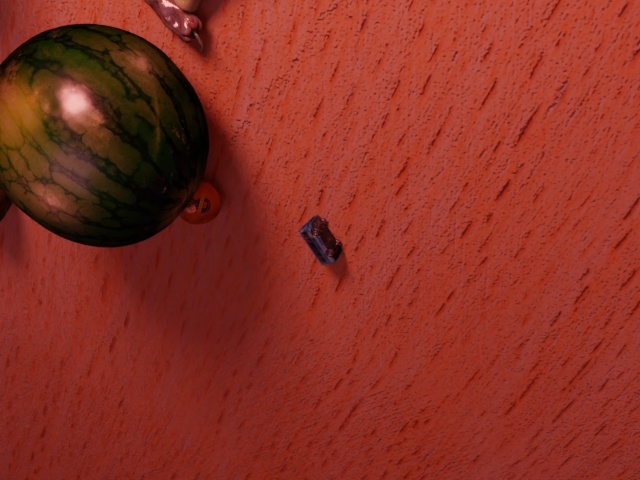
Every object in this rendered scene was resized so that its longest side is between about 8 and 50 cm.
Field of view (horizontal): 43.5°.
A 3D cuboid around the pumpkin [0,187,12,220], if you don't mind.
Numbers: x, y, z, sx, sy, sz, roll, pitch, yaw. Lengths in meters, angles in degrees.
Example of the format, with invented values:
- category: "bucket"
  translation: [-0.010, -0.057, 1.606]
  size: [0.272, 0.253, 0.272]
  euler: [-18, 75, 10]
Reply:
- category: "pumpkin"
  translation: [-0.743, -0.129, 1.609]
  size: [0.248, 0.131, 0.126]
  euler: [17, 137, 7]

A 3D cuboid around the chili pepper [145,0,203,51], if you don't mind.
- category: "chili pepper"
  translation: [-0.233, -0.358, 1.261]
  size: [0.153, 0.041, 0.050]
  euler: [44, 111, 12]

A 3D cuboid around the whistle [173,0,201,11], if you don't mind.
- category: "whistle"
  translation: [-0.140, -0.429, 1.151]
  size: [0.126, 0.067, 0.258]
  euler: [44, 132, -7]

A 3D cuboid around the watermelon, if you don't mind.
- category: "watermelon"
  translation: [-0.346, -0.163, 1.264]
  size: [0.364, 0.363, 0.363]
  euler: [13, 127, 17]

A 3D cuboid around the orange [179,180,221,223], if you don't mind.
- category: "orange"
  translation: [-0.219, -0.067, 1.434]
  size: [0.084, 0.083, 0.083]
  euler: [13, 127, 17]

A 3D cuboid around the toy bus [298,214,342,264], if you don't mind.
- category: "toy bus"
  translation: [0.000, 0.000, 1.406]
  size: [0.046, 0.038, 0.083]
  euler: [-21, 111, 38]
